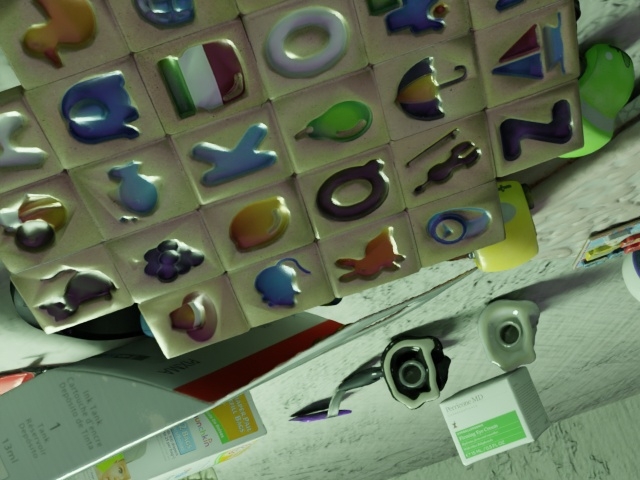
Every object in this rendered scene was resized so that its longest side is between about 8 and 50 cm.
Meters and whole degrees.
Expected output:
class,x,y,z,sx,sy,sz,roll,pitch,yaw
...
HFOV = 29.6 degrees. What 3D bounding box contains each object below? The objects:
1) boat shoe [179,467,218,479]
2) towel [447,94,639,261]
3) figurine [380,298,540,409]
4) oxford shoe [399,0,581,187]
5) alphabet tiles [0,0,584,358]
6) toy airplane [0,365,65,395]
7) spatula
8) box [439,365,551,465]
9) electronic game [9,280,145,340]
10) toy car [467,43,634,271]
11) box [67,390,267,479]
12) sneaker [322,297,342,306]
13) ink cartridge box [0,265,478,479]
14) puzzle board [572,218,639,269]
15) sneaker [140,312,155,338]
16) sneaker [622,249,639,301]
class,x,y,z,sx,sy,sz,roll,pitch,yaw
boat shoe,-0.340,0.467,1.615,0.500,0.187,0.156,-46,-163,-26
towel,0.300,-0.064,1.112,0.331,0.053,0.317,0,153,-48
figurine,0.197,0.150,1.618,0.214,0.092,0.209,-22,170,7
oxford shoe,0.062,-0.080,0.748,0.227,0.096,0.083,-26,160,15
alphabet tiles,-0.022,-0.058,0.664,0.342,0.011,0.285,-19,137,0
toy airplane,-0.296,0.153,1.186,0.151,0.028,0.151,-18,163,-6
spatula,0.030,0.223,1.729,0.084,0.030,0.296,-9,160,-23
box,0.223,0.222,1.545,0.101,0.087,0.102,-25,173,22
electronic game,-0.116,0.008,0.899,0.229,0.048,0.229,-22,157,-9
toy car,0.143,-0.058,0.905,0.239,0.053,0.225,21,130,-41
box,-0.176,0.198,1.275,0.203,0.114,0.103,-17,165,-25
sneaker,0.000,0.000,0.840,0.067,0.078,0.188,5,171,-7
ink cartridge box,-0.086,0.091,1.017,0.385,0.091,0.308,-29,174,23
puzzle board,0.318,-0.005,1.207,0.128,0.011,0.096,-20,163,-4
sneaker,-0.089,0.011,0.820,0.073,0.063,0.162,13,136,-28
sneaker,0.505,-0.039,1.312,0.322,0.130,0.236,-10,151,-11
